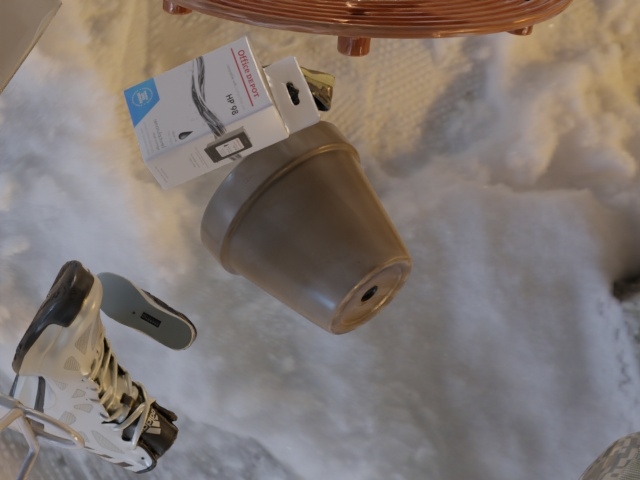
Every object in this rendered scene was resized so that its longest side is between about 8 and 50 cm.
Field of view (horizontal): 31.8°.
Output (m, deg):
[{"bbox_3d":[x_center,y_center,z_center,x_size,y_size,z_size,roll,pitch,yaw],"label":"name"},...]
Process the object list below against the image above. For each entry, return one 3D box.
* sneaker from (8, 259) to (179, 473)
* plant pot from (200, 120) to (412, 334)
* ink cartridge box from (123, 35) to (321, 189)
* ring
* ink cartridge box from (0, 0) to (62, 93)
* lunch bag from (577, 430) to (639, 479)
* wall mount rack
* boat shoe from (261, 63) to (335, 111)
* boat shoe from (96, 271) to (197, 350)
[{"bbox_3d":[-0.307,0.196,1.649,0.257,0.447,0.169,26,57,-5],"label":"sneaker"},{"bbox_3d":[0.000,0.000,1.948,0.323,0.323,0.280,-36,65,-16],"label":"plant pot"},{"bbox_3d":[-0.102,-0.139,1.160,0.180,0.060,0.104,-24,57,3],"label":"ink cartridge box"},{"bbox_3d":[0.021,-0.197,0.844,0.336,0.336,0.032,-6,120,-20],"label":"ring"},{"bbox_3d":[-0.470,-0.285,1.382,0.171,0.232,0.168,39,77,-38],"label":"ink cartridge box"},{"bbox_3d":[0.155,0.285,0.633,0.305,0.212,0.256,-37,118,-33],"label":"lunch bag"},{"bbox_3d":[-0.481,0.222,1.395,0.350,0.304,0.131,20,65,5],"label":"wall mount rack"},{"bbox_3d":[-0.050,-0.271,2.030,0.223,0.080,0.074,-2,82,-51],"label":"boat shoe"},{"bbox_3d":[-0.276,0.114,1.762,0.183,0.083,0.065,34,87,2],"label":"boat shoe"}]
